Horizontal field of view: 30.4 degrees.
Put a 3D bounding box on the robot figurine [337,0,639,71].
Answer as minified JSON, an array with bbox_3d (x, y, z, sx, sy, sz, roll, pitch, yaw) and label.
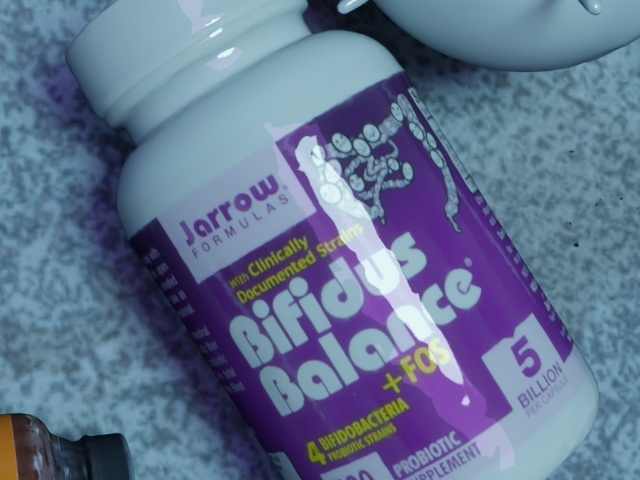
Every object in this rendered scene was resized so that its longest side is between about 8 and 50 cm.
[{"bbox_3d":[0.126,-0.231,0.640,0.199,0.300,0.353,56,44,-34],"label":"robot figurine"}]

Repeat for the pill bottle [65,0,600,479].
[{"bbox_3d":[0.000,0.000,0.616,0.169,0.169,0.301,-34,92,-18],"label":"pill bottle"}]

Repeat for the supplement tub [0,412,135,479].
[{"bbox_3d":[-0.191,0.141,0.575,0.198,0.106,0.106,-6,84,-17],"label":"supplement tub"}]
